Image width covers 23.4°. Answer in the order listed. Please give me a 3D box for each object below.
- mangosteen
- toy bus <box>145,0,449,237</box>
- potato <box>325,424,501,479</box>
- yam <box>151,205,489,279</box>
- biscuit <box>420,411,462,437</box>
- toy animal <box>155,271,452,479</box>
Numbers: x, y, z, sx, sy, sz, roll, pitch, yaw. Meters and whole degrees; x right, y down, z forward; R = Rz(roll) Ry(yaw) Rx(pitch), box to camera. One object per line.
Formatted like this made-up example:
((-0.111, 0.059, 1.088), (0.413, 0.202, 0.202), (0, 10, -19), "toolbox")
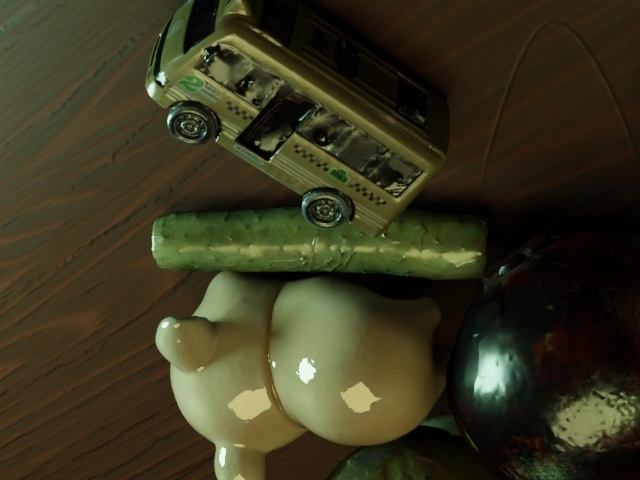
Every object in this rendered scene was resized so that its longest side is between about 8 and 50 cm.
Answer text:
((0.298, 0.159, 1.588), (0.306, 0.306, 0.359), (-31, 92, 34), "mangosteen")
((-0.019, -0.139, 1.520), (0.289, 0.139, 0.157), (33, 127, -18), "toy bus")
((0.129, 0.320, 1.714), (0.301, 0.289, 0.237), (5, 118, 55), "potato")
((0.000, 0.000, 1.683), (0.372, 0.083, 0.083), (2, 132, 13), "yam")
((0.209, 0.340, 1.928), (0.332, 0.103, 0.332), (7, 132, 7), "biscuit")
((-0.018, 0.139, 1.699), (0.326, 0.269, 0.237), (13, 127, 58), "toy animal")
